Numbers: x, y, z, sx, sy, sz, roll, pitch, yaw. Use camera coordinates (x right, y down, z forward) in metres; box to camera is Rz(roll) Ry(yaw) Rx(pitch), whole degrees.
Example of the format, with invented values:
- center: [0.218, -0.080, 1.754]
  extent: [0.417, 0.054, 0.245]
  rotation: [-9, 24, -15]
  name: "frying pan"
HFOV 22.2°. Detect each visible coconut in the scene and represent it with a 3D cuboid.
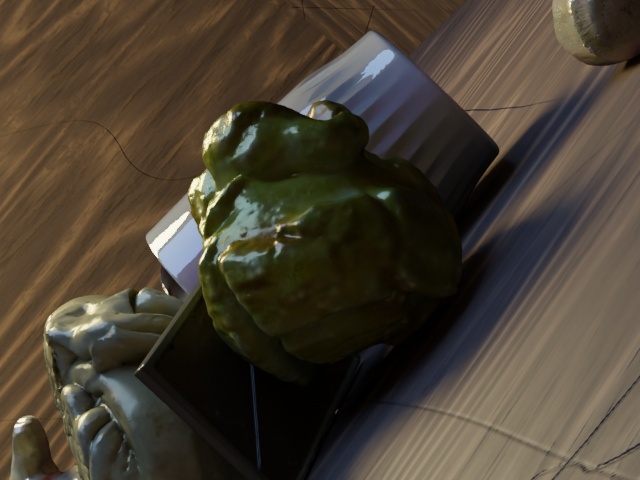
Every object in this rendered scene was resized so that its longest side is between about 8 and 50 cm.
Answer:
- center: [0.289, -0.231, 1.645]
  extent: [0.110, 0.110, 0.124]
  rotation: [-50, 12, -3]
  name: "coconut"

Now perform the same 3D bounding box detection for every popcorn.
- center: [0.002, -0.006, 1.557]
  extent: [0.225, 0.276, 0.276]
  rotation: [-36, 12, 29]
  name: "popcorn"

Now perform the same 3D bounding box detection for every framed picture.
- center: [-0.061, 0.120, 1.577]
  extent: [0.018, 0.192, 0.265]
  rotation: [-40, 10, 31]
  name: "framed picture"

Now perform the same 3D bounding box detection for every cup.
- center: [0.005, -0.034, 1.832]
  extent: [0.371, 0.253, 0.253]
  rotation: [-46, 6, 3]
  name: "cup"

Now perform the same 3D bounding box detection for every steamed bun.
- center: [-0.151, 0.179, 1.632]
  extent: [0.203, 0.276, 0.289]
  rotation: [-18, 9, -12]
  name: "steamed bun"

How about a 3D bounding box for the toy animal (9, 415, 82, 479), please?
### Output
- center: [-0.319, 0.419, 1.988]
  extent: [0.308, 0.188, 0.266]
  rotation: [-90, 17, -45]
  name: "toy animal"
